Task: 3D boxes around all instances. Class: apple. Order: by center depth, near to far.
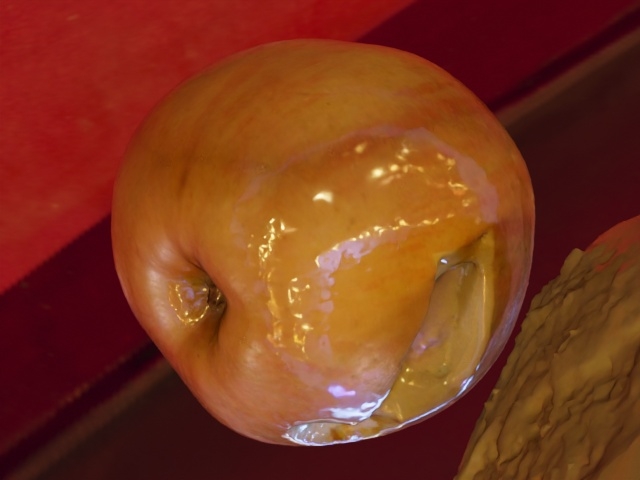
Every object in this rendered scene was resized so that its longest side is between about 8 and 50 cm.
[{"bbox_3d":[0.000,0.000,0.739,0.199,0.199,0.199,-1,92,-26],"label":"apple"}]

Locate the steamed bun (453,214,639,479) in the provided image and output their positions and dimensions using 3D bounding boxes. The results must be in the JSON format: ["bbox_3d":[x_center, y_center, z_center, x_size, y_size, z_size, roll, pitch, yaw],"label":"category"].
[{"bbox_3d":[0.162,0.130,0.645,0.232,0.273,0.166,31,122,-11],"label":"steamed bun"}]
